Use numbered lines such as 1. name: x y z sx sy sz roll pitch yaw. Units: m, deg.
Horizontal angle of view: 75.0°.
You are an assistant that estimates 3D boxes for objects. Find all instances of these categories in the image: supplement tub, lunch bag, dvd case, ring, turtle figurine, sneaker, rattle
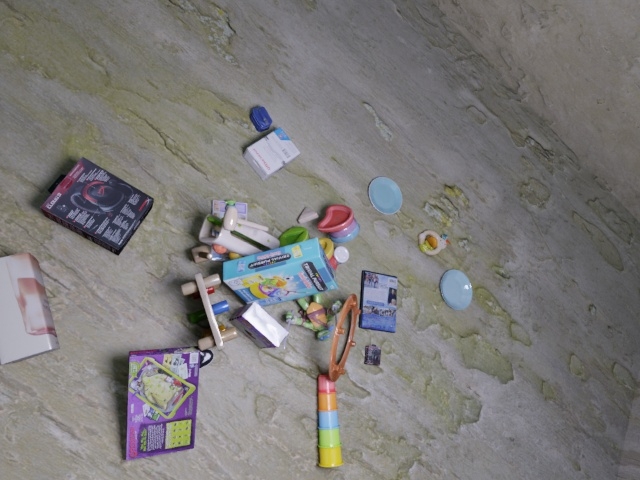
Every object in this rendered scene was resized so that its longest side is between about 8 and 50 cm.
1. supplement tub: 0.067 0.068 1.744 0.071 0.107 0.071 7 73 -24
2. lunch bag: -0.253 -0.521 1.776 0.067 0.065 0.098 -33 92 -29
3. dvd case: 0.254 0.267 1.828 0.180 0.022 0.253 12 72 -21
4. ring: 0.099 0.368 1.579 0.032 0.337 0.337 11 67 16
5. turtle figurine: -0.032 0.245 1.580 0.274 0.197 0.266 13 49 -58
6. sneaker: -0.459 0.404 1.396 0.216 0.121 0.079 0 77 -25
7. rattle: 0.578 -0.007 1.994 0.199 0.143 0.130 0 58 -19

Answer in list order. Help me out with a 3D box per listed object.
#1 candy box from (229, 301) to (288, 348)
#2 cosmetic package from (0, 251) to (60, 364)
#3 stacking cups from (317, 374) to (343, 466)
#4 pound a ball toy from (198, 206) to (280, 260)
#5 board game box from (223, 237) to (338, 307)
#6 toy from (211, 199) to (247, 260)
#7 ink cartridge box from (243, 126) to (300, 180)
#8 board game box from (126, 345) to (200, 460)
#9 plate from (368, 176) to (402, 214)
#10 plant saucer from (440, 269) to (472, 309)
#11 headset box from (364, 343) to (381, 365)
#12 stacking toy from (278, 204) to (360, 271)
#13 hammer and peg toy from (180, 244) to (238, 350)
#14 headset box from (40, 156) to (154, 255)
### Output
1. candy box: -0.224 0.306 1.490 0.165 0.196 0.070 44 62 -9
2. cosmetic package: -0.886 0.201 1.233 0.129 0.153 0.296 -15 84 -27
3. stacking cups: 0.025 0.672 1.572 0.096 0.096 0.316 1 74 -25
4. pound a ball toy: -0.276 0.005 1.472 0.319 0.208 0.136 31 68 -46
5. board game box: -0.132 0.126 1.464 0.336 0.254 0.079 -15 56 9
6. toy: -0.347 -0.042 1.607 0.136 0.056 0.237 4 75 -23
7. ink cartridge box: -0.204 -0.362 1.747 0.190 0.082 0.140 -41 95 -27
8. board game box: -0.496 0.509 1.314 0.208 0.056 0.347 1 101 -29
9. plate: 0.305 -0.211 1.980 0.188 0.024 0.188 6 74 -24
10. plant saucer: 0.646 0.239 2.013 0.194 0.037 0.195 7 74 -24
11. headset box: 0.220 0.479 1.748 0.062 0.032 0.083 15 72 -21
12. stacking toy: 0.000 0.000 1.688 0.309 0.279 0.130 -53 134 -30
13. hammer and peg toy: -0.393 0.190 1.405 0.127 0.266 0.361 -17 85 -17
14. headset box: -0.754 -0.120 1.404 0.293 0.110 0.218 32 65 -15
